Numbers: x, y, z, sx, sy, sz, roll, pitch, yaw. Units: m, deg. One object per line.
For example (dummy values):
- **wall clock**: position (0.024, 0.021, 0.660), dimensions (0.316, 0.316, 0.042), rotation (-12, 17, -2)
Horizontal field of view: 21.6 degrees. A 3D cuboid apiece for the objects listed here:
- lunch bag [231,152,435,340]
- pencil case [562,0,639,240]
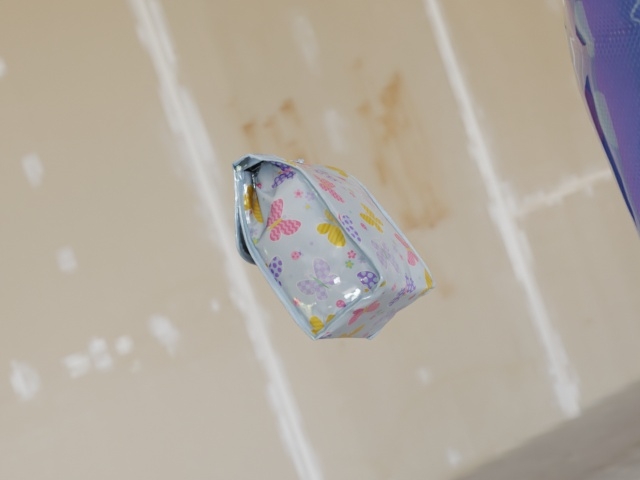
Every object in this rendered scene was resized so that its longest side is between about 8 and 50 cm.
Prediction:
- **lunch bag**: position (0.000, 0.000, 0.718), dimensions (0.053, 0.083, 0.071), rotation (-39, -15, 16)
- **pencil case**: position (0.150, 0.003, 0.478), dimensions (0.119, 0.306, 0.133), rotation (-14, 17, 22)
